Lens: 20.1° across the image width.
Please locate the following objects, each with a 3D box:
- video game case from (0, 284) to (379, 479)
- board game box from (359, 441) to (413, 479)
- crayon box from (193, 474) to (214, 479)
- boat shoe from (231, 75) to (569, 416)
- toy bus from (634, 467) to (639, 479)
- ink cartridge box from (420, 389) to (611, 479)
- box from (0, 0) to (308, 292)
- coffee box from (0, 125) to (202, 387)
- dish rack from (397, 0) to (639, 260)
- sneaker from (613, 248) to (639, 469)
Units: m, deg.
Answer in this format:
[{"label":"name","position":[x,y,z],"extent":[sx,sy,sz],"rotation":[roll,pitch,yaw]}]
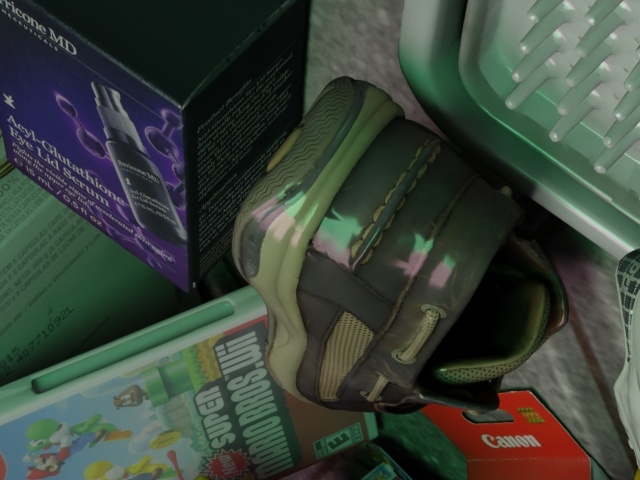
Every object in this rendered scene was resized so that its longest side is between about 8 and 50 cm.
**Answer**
[{"label":"video game case","position":[-0.104,0.127,1.205],"extent":[0.204,0.285,0.025],"rotation":[78,167,-52]},{"label":"board game box","position":[0.079,0.221,1.309],"extent":[0.169,0.033,0.133],"rotation":[44,168,27]},{"label":"crayon box","position":[-0.021,0.273,1.234],"extent":[0.203,0.083,0.323],"rotation":[49,180,19]},{"label":"boat shoe","position":[0.050,0.040,0.936],"extent":[0.130,0.132,0.355],"rotation":[32,172,16]},{"label":"toy bus","position":[0.255,0.144,0.894],"extent":[0.191,0.104,0.202],"rotation":[38,155,9]},{"label":"ink cartridge box","position":[0.142,0.177,1.186],"extent":[0.179,0.045,0.145],"rotation":[47,154,-16]},{"label":"box","position":[-0.099,-0.092,1.026],"extent":[0.153,0.108,0.207],"rotation":[35,155,17]},{"label":"coffee box","position":[-0.320,0.053,1.305],"extent":[0.334,0.337,0.338],"rotation":[30,153,28]},{"label":"dish rack","position":[0.186,-0.053,0.703],"extent":[0.333,0.072,0.285],"rotation":[36,159,14]},{"label":"sneaker","position":[0.181,0.108,0.806],"extent":[0.095,0.090,0.235],"rotation":[40,148,49]}]
